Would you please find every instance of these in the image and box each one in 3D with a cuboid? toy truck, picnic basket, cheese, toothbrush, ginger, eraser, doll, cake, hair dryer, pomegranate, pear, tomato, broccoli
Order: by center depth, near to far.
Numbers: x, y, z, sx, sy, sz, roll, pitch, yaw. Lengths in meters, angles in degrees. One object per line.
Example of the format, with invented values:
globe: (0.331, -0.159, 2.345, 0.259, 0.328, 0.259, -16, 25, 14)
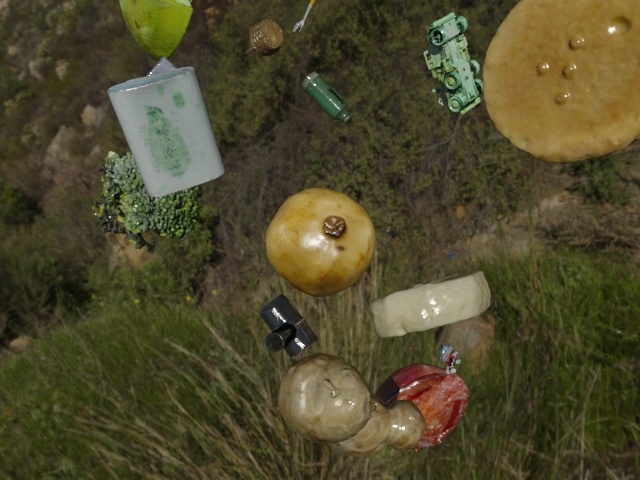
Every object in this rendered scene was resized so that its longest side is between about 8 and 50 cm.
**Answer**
cake: (0.509, -0.312, 0.987, 0.332, 0.332, 0.321, 1, 11, 37)
ginger: (0.053, 0.326, 0.997, 0.244, 0.304, 0.155, -21, 49, 41)
picnic basket: (-0.117, -0.397, 1.041, 0.083, 0.072, 0.072, -11, 23, 49)
eraser: (-0.309, -0.219, 1.064, 0.174, 0.227, 0.081, -21, 32, -13)
pear: (-0.424, -0.569, 1.270, 0.139, 0.239, 0.288, -5, 61, -28)
doll: (0.326, 0.297, 1.340, 0.039, 0.057, 0.114, -13, 19, -2)
cheese: (0.281, 0.165, 1.360, 0.326, 0.115, 0.318, -11, -8, -17)
pomegranate: (-0.001, 0.011, 1.379, 0.307, 0.307, 0.307, -16, 25, 8)
toy truck: (0.355, -0.491, 1.467, 0.128, 0.259, 0.135, -38, 29, -31)
hair dryer: (-0.117, 0.258, 1.504, 0.107, 0.189, 0.352, -38, -6, 3)
toothbrush: (-0.020, -0.738, 1.590, 0.024, 0.021, 0.288, -25, -8, -34)
tomato: (0.282, 0.479, 1.592, 0.309, 0.309, 0.170, -25, 28, -10)
broccoli: (-0.523, -0.131, 1.593, 0.334, 0.324, 0.272, -15, -5, -37)

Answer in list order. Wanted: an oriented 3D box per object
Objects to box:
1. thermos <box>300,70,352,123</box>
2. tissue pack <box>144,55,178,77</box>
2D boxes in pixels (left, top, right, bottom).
thermos: (0.029, -0.453, 1.665, 0.083, 0.187, 0.073, -45, -2, 25)
tissue pack: (-0.387, -0.351, 1.264, 0.156, 0.112, 0.051, -50, 25, -4)
